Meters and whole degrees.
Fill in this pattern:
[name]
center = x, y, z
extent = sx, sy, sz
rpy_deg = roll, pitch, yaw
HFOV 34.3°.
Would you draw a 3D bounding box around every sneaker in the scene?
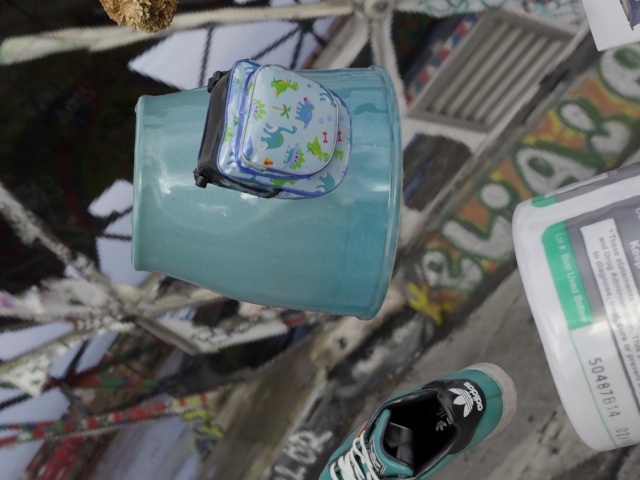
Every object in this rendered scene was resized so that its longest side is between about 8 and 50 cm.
[sneaker]
center = 0.077, 0.234, 1.160
extent = 0.121, 0.108, 0.302
rpy_deg = -3, -34, -49

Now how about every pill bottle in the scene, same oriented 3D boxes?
[pill bottle]
center = 0.340, 0.012, 0.757
extent = 0.361, 0.204, 0.204
rpy_deg = -19, 21, 17

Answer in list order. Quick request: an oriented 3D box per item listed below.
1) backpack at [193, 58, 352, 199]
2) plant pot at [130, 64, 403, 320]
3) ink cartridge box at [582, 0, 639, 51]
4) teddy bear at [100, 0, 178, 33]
[backpack]
center = -0.030, -0.084, 0.831
extent = 0.084, 0.114, 0.105
rpy_deg = -6, 73, 60
[plant pot]
center = -0.069, -0.054, 1.091
extent = 0.271, 0.255, 0.272
rpy_deg = -178, 90, -81
[ink cartridge box]
center = 0.408, -0.281, 1.068
extent = 0.172, 0.100, 0.237
rpy_deg = -22, 9, -22
[teddy bear]
center = -0.205, -0.407, 1.158
extent = 0.245, 0.113, 0.338
rpy_deg = 62, 141, 44
